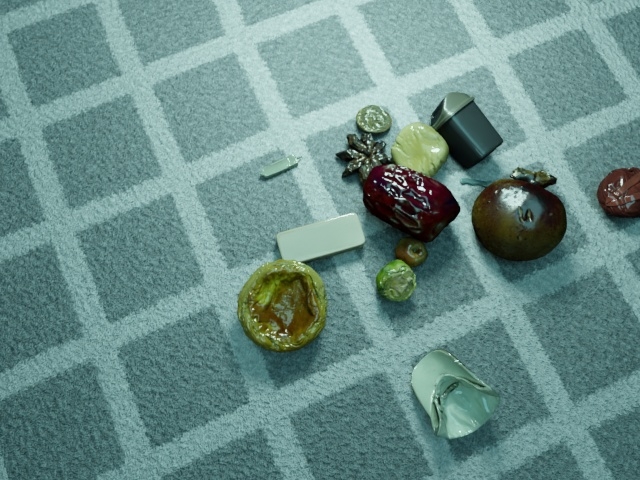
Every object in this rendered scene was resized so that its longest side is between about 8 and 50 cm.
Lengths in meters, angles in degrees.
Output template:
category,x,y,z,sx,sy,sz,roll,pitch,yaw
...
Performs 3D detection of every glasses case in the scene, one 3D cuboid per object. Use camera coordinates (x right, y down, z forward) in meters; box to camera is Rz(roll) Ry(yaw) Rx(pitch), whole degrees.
category,x,y,z,sx,sy,sz,roll,pitch,yaw
glasses case,0.000,0.000,1.782,0.337,0.076,0.143,-15,78,-4

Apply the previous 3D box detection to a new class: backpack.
category,x,y,z,sx,sy,sz,roll,pitch,yaw
backpack,1.240,-0.189,1.818,0.229,0.139,0.229,0,77,-2

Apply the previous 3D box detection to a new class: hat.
category,x,y,z,sx,sy,sz,roll,pitch,yaw
hat,0.480,0.554,1.655,0.258,0.168,0.301,-45,58,10

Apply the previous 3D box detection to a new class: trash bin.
category,x,y,z,sx,sy,sz,roll,pitch,yaw
trash bin,0.582,-0.452,1.833,0.182,0.209,0.290,-38,86,-10

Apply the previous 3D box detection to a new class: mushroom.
category,x,y,z,sx,sy,sz,roll,pitch,yaw
mushroom,0.765,-0.107,1.769,0.331,0.356,0.334,12,116,-2

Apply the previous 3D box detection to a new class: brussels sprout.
category,x,y,z,sx,sy,sz,roll,pitch,yaw
brussels sprout,0.287,0.153,1.734,0.152,0.122,0.149,-19,114,-1

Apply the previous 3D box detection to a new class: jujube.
category,x,y,z,sx,sy,sz,roll,pitch,yaw
jujube,0.346,-0.145,1.738,0.377,0.258,0.258,23,78,11

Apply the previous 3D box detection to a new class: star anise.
category,x,y,z,sx,sy,sz,roll,pitch,yaw
star anise,0.183,-0.345,1.851,0.236,0.109,0.223,27,83,3

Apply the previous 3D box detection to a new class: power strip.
category,x,y,z,sx,sy,sz,roll,pitch,yaw
power strip,-0.163,-0.312,1.871,0.191,0.030,0.047,-25,78,-6

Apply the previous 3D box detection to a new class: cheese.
category,x,y,z,sx,sy,sz,roll,pitch,yaw
cheese,0.401,-0.360,1.832,0.226,0.117,0.214,40,105,3

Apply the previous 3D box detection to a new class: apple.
category,x,y,z,sx,sy,sz,roll,pitch,yaw
apple,0.356,0.044,1.767,0.126,0.102,0.126,1,77,-2

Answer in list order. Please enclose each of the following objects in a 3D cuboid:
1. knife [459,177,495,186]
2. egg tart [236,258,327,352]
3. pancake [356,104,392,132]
category,x,y,z,sx,sy,sz,roll,pitch,yaw
knife,0.689,-0.238,1.881,0.210,0.015,0.028,7,71,0
egg tart,-0.140,0.244,1.690,0.352,0.150,0.351,0,83,-2
pancake,0.228,-0.515,1.912,0.158,0.028,0.158,4,62,-7
